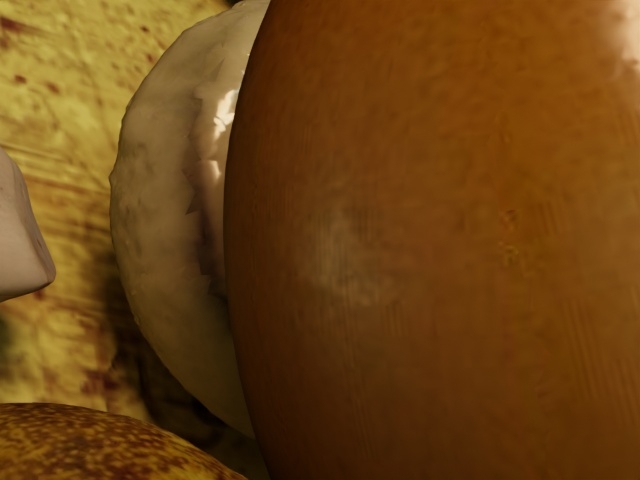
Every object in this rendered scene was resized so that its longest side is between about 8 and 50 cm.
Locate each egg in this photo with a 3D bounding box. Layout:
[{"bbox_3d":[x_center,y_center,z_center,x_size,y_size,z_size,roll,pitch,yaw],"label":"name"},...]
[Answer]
[{"bbox_3d":[0.111,0.018,0.554,0.282,0.282,0.351,-17,92,-50],"label":"egg"}]

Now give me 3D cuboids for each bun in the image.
[{"bbox_3d":[0.000,0.000,0.733,0.222,0.127,0.222,7,75,-28],"label":"bun"}]

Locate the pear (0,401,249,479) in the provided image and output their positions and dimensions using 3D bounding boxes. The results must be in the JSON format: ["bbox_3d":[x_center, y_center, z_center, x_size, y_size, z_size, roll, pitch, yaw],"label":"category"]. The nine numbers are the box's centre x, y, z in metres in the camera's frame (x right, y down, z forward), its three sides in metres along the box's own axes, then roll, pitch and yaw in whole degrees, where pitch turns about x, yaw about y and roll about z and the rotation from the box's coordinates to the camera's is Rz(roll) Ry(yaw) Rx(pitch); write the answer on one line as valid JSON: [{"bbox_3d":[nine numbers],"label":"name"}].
[{"bbox_3d":[-0.077,0.145,0.485,0.197,0.197,0.197,25,43,-26],"label":"pear"}]

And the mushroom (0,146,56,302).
[{"bbox_3d":[-0.195,-0.023,0.605,0.212,0.088,0.097,19,36,-23],"label":"mushroom"}]
